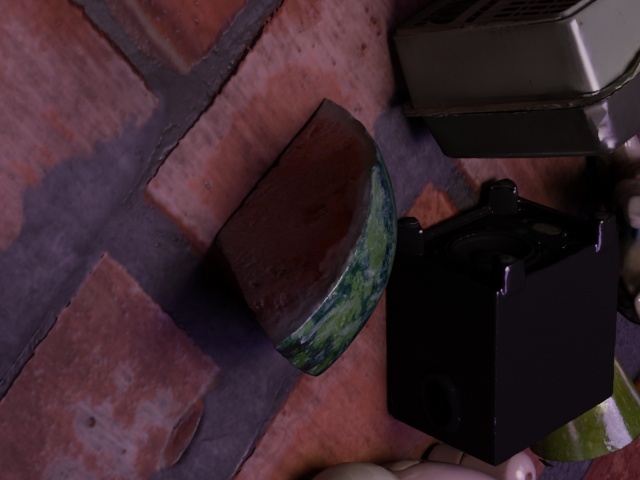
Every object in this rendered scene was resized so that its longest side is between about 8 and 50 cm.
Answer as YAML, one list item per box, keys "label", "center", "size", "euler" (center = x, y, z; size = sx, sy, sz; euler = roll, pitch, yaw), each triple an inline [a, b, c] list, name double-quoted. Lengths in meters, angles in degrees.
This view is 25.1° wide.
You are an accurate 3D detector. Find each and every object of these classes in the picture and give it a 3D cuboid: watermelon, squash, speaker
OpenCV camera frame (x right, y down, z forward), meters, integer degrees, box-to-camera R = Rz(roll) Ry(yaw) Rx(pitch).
- label: "watermelon"
  center: [0.000, 0.000, 1.446]
  size: [0.176, 0.256, 0.260]
  euler: [39, 78, -2]
- label: "squash"
  center: [0.343, 0.213, 1.907]
  size: [0.170, 0.170, 0.122]
  euler: [-36, 114, -34]
- label: "speaker"
  center: [0.210, 0.088, 1.685]
  size: [0.232, 0.184, 0.254]
  euler: [-22, 120, -37]

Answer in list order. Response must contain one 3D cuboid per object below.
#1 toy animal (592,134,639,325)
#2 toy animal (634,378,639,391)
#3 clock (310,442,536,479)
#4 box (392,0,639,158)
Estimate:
- label: "toy animal"
  center: [0.424, -0.009, 1.824]
  size: [0.344, 0.194, 0.302]
  euler: [-77, 174, -46]
- label: "toy animal"
  center: [0.569, 0.121, 2.110]
  size: [0.302, 0.225, 0.284]
  euler: [-18, 134, -39]
- label: "clock"
  center: [0.110, 0.409, 1.675]
  size: [0.326, 0.184, 0.342]
  euler: [-8, 90, -43]
- label: "box"
  center: [0.236, -0.194, 1.532]
  size: [0.220, 0.290, 0.166]
  euler: [-36, 114, -34]
